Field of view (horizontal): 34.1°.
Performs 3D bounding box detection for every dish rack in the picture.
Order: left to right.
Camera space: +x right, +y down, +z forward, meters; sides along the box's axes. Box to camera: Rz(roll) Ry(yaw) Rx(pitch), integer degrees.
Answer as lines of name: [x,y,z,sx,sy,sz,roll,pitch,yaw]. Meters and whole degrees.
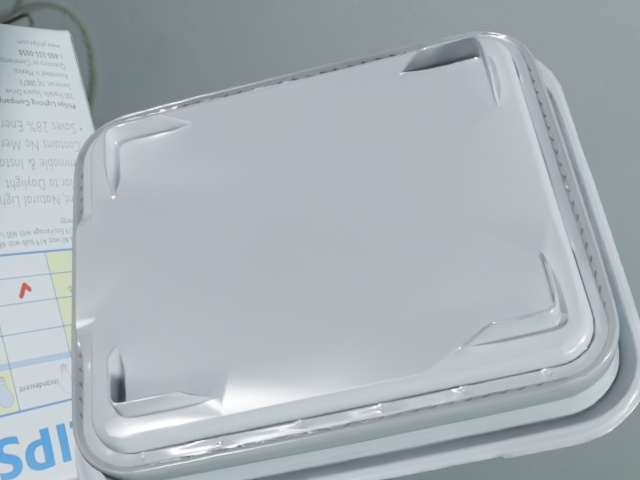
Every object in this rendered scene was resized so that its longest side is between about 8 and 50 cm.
dish rack: [0.000,0.000,0.616,0.332,0.286,0.072,-13,147,7]

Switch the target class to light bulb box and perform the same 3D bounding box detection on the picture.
light bulb box: [-0.343,0.035,0.772,0.225,0.358,0.361,-20,82,36]
